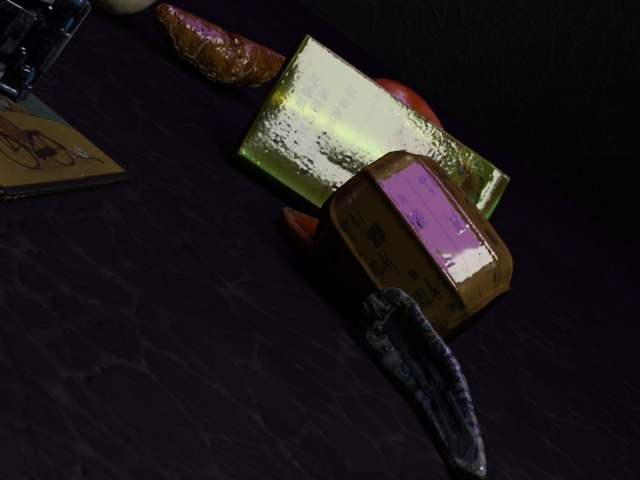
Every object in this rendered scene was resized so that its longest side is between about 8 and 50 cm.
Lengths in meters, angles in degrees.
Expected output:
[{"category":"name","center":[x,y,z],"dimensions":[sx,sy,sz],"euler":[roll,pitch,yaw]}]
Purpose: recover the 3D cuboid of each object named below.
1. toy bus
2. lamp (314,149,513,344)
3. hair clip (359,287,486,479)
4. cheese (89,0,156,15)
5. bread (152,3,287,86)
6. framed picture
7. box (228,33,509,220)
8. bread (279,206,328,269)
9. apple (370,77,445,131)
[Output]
[{"category":"toy bus","center":[-0.325,-0.228,1.011],"dimensions":[0.234,0.116,0.133],"euler":[29,15,-40]},{"category":"lamp","center":[0.093,0.012,1.222],"dimensions":[0.185,0.161,0.161],"euler":[52,16,10]},{"category":"hair clip","center":[0.095,0.128,1.083],"dimensions":[0.036,0.066,0.229],"euler":[35,18,-43]},{"category":"cheese","center":[-0.296,-0.433,1.742],"dimensions":[0.351,0.129,0.328],"euler":[58,6,15]},{"category":"bread","center":[-0.138,-0.256,1.686],"dimensions":[0.233,0.076,0.105],"euler":[16,13,-41]},{"category":"framed picture","center":[-0.321,-0.144,1.009],"dimensions":[0.324,0.013,0.244],"euler":[40,13,7]},{"category":"box","center":[0.062,-0.085,1.450],"dimensions":[0.311,0.173,0.043],"euler":[33,-14,-16]},{"category":"bread","center":[0.000,0.000,1.317],"dimensions":[0.110,0.024,0.110],"euler":[35,15,-11]},{"category":"apple","center":[0.082,-0.110,1.584],"dimensions":[0.199,0.199,0.199],"euler":[35,14,-10]}]
